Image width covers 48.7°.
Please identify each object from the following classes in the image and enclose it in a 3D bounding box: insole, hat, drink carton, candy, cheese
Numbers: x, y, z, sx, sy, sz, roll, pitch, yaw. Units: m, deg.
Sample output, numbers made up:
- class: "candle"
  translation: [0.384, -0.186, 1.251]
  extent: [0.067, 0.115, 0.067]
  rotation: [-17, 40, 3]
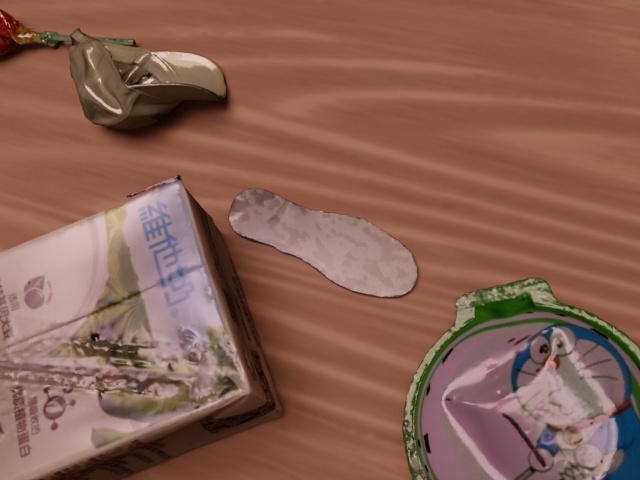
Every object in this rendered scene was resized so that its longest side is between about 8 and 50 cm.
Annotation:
- class: "insole"
  translation: [0.000, 0.000, 0.652]
  extent: [0.193, 0.006, 0.065]
  rotation: [22, 78, 18]
- class: "hat"
  translation: [-0.177, -0.159, 0.718]
  extent: [0.166, 0.081, 0.122]
  rotation: [3, 34, -3]
- class: "drink carton"
  translation: [-0.220, 0.110, 0.594]
  extent: [0.324, 0.132, 0.194]
  rotation: [-22, 68, 2]
- class: "candy"
  translation: [-0.297, -0.224, 0.773]
  extent: [0.200, 0.060, 0.061]
  rotation: [7, 73, 7]
- class: "cheese"
  translation: [0.172, 0.183, 0.512]
  extent: [0.203, 0.083, 0.321]
  rotation: [-14, 69, 7]
